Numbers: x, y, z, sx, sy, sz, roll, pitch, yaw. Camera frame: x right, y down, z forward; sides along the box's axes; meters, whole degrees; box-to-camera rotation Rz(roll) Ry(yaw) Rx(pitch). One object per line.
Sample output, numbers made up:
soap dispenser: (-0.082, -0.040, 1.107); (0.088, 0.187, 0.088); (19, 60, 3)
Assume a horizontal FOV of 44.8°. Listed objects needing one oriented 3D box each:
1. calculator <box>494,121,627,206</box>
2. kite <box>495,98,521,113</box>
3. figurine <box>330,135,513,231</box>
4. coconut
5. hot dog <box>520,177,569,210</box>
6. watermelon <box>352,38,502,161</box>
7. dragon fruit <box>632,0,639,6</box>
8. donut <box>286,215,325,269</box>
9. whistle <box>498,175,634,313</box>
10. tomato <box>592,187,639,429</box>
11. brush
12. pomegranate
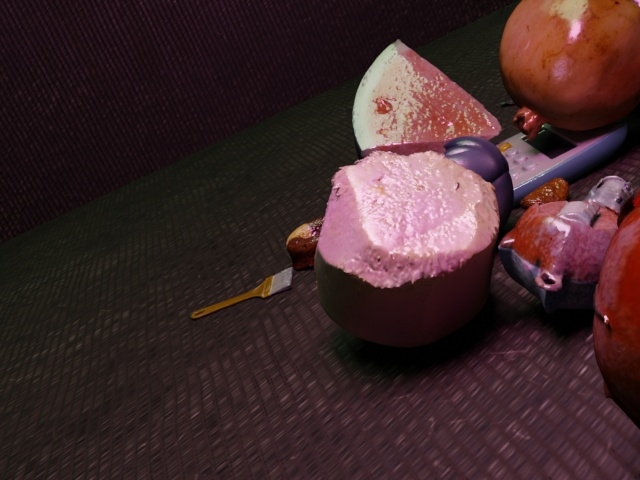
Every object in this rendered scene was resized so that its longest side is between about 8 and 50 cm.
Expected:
calculator: (0.327, -0.120, 1.368); (0.386, 0.054, 0.256); (-24, 18, 5)
kite: (0.509, -0.335, 1.798); (0.189, 0.009, 0.232); (-35, 21, -30)
figurine: (0.161, -0.063, 1.188); (0.265, 0.197, 0.175); (-20, 22, 41)
coconut: (0.106, 0.016, 0.996); (0.233, 0.245, 0.233); (-1, 56, 1)
hot dog: (0.350, -0.066, 1.212); (0.083, 0.035, 0.058); (-32, 20, -22)
watermelon: (0.178, -0.244, 1.540); (0.292, 0.250, 0.283); (-31, 19, 41)
dragon fruit: (0.625, -0.419, 1.424); (0.329, 0.329, 0.329); (-22, 18, 8)
donut: (0.000, 0.000, 1.438); (0.140, 0.059, 0.140); (-23, 21, 9)
whistle: (0.325, -0.007, 0.952); (0.142, 0.134, 0.346); (-5, 18, 35)
tomato: (0.338, 0.048, 0.573); (0.265, 0.265, 0.265); (-22, 18, 8)
brush: (-0.144, 0.103, 1.404); (0.205, 0.011, 0.083); (-22, 19, 9)
pomegranate: (0.409, -0.289, 1.280); (0.270, 0.229, 0.252); (-54, 50, 13)
